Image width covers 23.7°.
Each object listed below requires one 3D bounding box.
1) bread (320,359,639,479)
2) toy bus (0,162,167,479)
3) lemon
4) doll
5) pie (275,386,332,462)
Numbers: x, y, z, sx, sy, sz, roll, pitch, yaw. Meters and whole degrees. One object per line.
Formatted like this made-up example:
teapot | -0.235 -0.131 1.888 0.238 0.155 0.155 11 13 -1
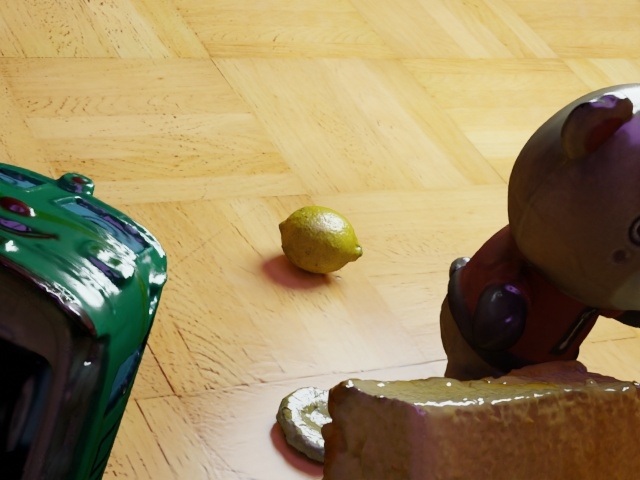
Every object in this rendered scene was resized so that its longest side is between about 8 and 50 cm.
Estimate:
bread | 0.123 0.183 1.070 0.274 0.185 0.114 0 2 -44
toy bus | -0.214 0.117 0.900 0.183 0.344 0.199 25 23 8
lemon | 0.000 0.000 1.408 0.083 0.062 0.062 20 34 -7
doll | 0.208 0.015 1.246 0.235 0.330 0.174 8 37 -40
pie | 0.005 0.149 1.239 0.084 0.020 0.084 15 34 -11
